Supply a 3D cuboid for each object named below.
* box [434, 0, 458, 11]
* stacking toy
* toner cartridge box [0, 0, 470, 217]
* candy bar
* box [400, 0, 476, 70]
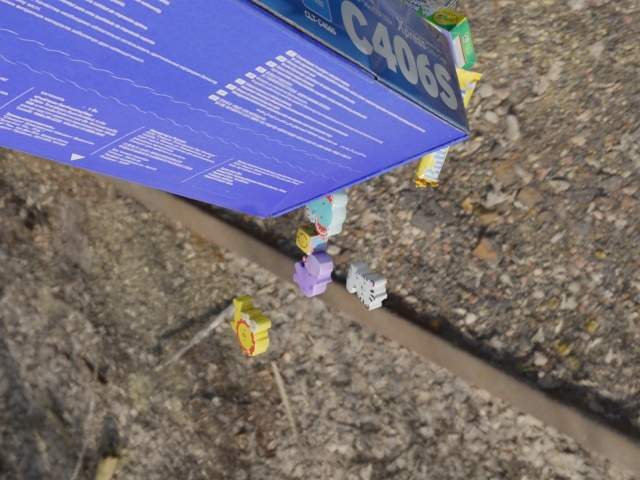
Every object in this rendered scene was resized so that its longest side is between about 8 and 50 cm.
[{"bbox_3d":[0.112,-0.444,1.674,0.293,0.212,0.395,28,145,17],"label":"box"},{"bbox_3d":[0.000,0.000,0.763,0.052,0.167,0.221,41,136,40],"label":"stacking toy"},{"bbox_3d":[-0.079,-0.098,0.382,0.165,0.347,0.075,-22,69,31],"label":"toner cartridge box"},{"bbox_3d":[0.153,-0.136,0.949,0.018,0.040,0.162,57,137,48],"label":"candy bar"},{"bbox_3d":[0.163,-0.342,1.233,0.179,0.043,0.105,42,171,35],"label":"box"}]
